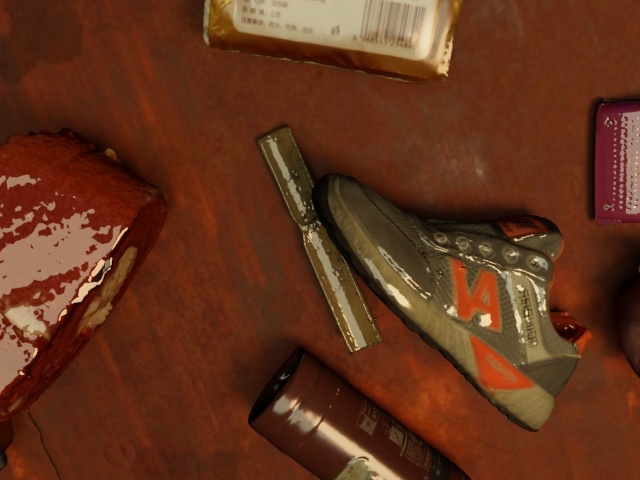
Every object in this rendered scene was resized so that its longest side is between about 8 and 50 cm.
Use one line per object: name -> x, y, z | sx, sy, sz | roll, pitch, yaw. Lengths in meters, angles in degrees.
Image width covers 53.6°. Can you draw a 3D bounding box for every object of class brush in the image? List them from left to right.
brush -> 0.000, 0.000, 0.670 | 0.043, 0.036, 0.248 | -24, 95, 7

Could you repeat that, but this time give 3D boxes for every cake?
cake -> -0.277, 0.033, 0.618 | 0.150, 0.177, 0.283 | 32, 85, -7

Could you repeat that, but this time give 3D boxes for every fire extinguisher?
fire extinguisher -> 0.086, 0.261, 0.680 | 0.344, 0.138, 0.102 | 38, 84, -5

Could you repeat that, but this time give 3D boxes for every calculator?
calculator -> 0.364, -0.079, 0.607 | 0.190, 0.034, 0.127 | -3, 104, 11

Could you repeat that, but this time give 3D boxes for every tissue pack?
tissue pack -> 0.018, -0.246, 0.568 | 0.226, 0.092, 0.183 | 10, 106, 3

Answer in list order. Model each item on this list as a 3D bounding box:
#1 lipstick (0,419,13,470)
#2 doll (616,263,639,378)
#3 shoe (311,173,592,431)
lipstick -> -0.407, 0.074, 0.704 | 0.077, 0.077, 0.419 | -1, 107, 5
doll -> 0.420, 0.082, 0.594 | 0.255, 0.152, 0.196 | -18, 90, 14
shoe -> 0.150, 0.027, 0.611 | 0.336, 0.132, 0.171 | 44, 92, -15
